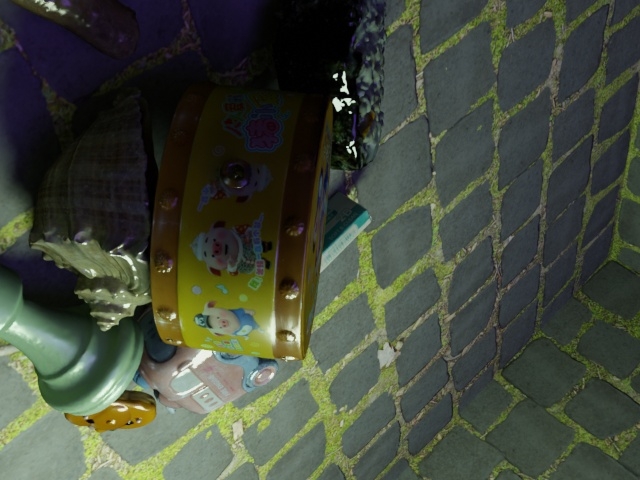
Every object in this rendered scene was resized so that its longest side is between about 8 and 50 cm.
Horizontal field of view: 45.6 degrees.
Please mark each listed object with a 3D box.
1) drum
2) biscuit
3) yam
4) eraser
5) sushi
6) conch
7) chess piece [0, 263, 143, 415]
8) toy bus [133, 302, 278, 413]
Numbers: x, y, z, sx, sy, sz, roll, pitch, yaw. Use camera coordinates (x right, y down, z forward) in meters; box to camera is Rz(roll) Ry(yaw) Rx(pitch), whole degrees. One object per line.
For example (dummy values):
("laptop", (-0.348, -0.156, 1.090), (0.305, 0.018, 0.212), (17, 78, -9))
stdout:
("drum", (-0.105, -0.030, 1.170), (0.431, 0.214, 0.431), (7, 90, -87))
("biscuit", (-0.390, 0.323, 1.405), (0.170, 0.050, 0.170), (-4, 149, -2))
("yam", (-0.368, -0.332, 0.938), (0.081, 0.081, 0.356), (-58, 146, 4))
("eraser", (0.000, 0.000, 1.626), (0.225, 0.095, 0.052), (-45, 144, -15))
("sushi", (0.019, -0.289, 1.337), (0.211, 0.170, 0.350), (-59, 153, -49))
("conch", (-0.321, -0.044, 1.107), (0.210, 0.297, 0.352), (-12, 92, -20))
("chess piece", (-0.437, 0.136, 1.167), (0.194, 0.194, 0.299), (-52, 136, -5))
("toy bus", (-0.241, 0.213, 1.450), (0.232, 0.197, 0.294), (-37, 144, -7))
